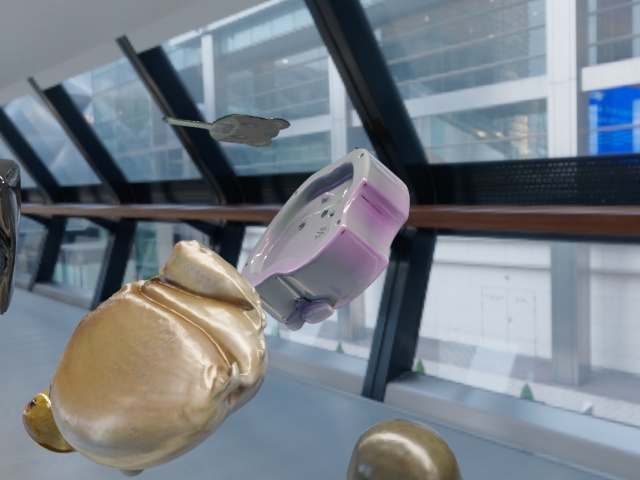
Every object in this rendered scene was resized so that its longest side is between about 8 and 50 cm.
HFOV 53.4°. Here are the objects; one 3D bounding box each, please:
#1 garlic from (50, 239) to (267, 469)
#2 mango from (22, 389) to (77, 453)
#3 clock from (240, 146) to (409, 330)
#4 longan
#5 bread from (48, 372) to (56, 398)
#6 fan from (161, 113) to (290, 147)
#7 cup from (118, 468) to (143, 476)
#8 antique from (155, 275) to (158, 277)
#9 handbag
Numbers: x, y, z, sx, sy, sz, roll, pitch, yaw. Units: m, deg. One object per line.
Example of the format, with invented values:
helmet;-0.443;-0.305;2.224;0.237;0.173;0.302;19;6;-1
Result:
garlic;-0.140;0.121;0.601;0.217;0.110;0.228;-36;37;-15
mango;-0.514;0.387;1.366;0.253;0.138;0.113;19;-3;-44
clock;0.000;0.000;1.097;0.102;0.338;0.338;41;-12;-19
longan;0.222;0.632;1.709;0.319;0.319;0.319;-2;4;0
bread;-0.270;0.164;0.766;0.157;0.052;0.044;-21;-45;31
fan;-0.179;-0.210;1.182;0.226;0.008;0.152;4;-13;-22
cup;-0.490;0.543;1.622;0.078;0.100;0.077;-20;-28;-14
antique;-0.352;0.169;1.355;0.150;0.284;0.125;41;-37;-17
handbag;-0.648;-0.013;1.078;0.257;0.285;0.113;8;27;-14
